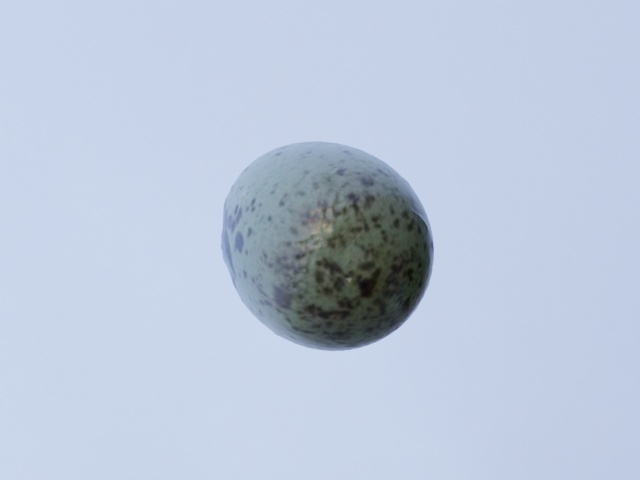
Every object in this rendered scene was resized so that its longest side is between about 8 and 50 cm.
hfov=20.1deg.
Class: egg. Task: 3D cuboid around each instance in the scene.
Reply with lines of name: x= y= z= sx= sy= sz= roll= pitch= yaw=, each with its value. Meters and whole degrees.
egg: x=0.000 y=0.000 z=0.755 sx=0.085 sy=0.110 sz=0.085 roll=-17 pitch=-56 yaw=-28
